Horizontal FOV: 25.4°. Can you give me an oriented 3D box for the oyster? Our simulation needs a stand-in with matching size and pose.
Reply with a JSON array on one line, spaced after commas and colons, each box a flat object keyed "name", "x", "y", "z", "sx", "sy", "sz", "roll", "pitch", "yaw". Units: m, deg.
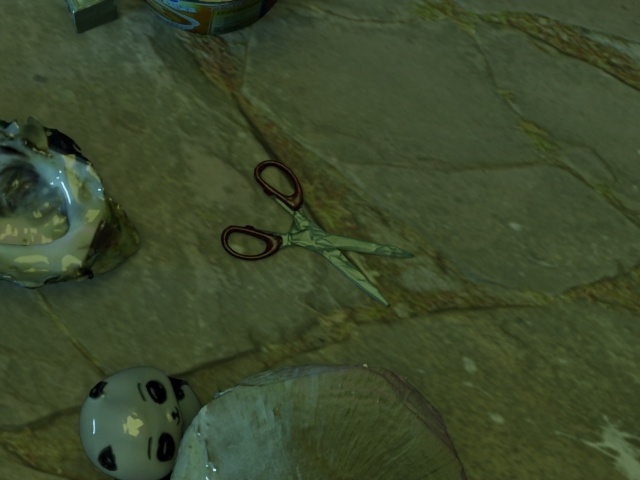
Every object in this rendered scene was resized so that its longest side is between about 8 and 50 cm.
[{"name": "oyster", "x": -0.406, "y": -0.043, "z": 1.856, "sx": 0.351, "sy": 0.115, "sz": 0.238, "roll": 16, "pitch": 70, "yaw": -6}]

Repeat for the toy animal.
[{"name": "toy animal", "x": -0.223, "y": 0.244, "z": 1.784, "sx": 0.138, "sy": 0.179, "sz": 0.166, "roll": -15, "pitch": 73, "yaw": 7}]

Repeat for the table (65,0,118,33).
[{"name": "table", "x": -0.322, "y": -0.341, "z": 1.930, "sx": 0.062, "sy": 0.079, "sz": 0.083, "roll": -23, "pitch": 80, "yaw": -10}]

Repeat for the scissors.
[{"name": "scissors", "x": 0.000, "y": 0.000, "z": 1.921, "sx": 0.248, "sy": 0.017, "sz": 0.144, "roll": 26, "pitch": 79, "yaw": 0}]

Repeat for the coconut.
[{"name": "coconut", "x": -0.005, "y": 0.331, "z": 1.683, "sx": 0.404, "sy": 0.404, "sz": 0.404, "roll": 1, "pitch": 79, "yaw": -4}]

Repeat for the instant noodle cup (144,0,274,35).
[{"name": "instant noodle cup", "x": -0.143, "y": -0.415, "z": 1.888, "sx": 0.296, "sy": 0.214, "sz": 0.296, "roll": 1, "pitch": 80, "yaw": -4}]
